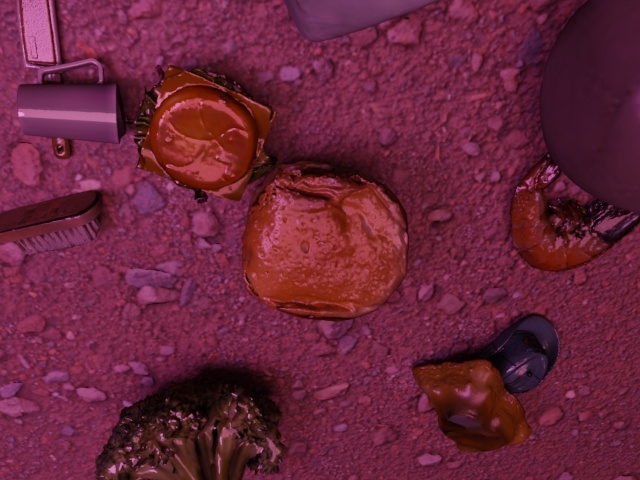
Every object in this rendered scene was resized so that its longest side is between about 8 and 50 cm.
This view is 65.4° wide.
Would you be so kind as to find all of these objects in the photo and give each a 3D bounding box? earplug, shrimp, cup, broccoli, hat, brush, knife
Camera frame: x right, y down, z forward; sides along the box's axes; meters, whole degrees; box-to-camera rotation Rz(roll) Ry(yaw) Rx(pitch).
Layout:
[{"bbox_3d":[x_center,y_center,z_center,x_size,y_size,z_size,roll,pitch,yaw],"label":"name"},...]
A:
[{"bbox_3d":[0.479,-0.175,0.589,0.394,0.312,0.312,-3,117,-4],"label":"earplug"},{"bbox_3d":[0.427,-0.075,0.776,0.290,0.054,0.222,-35,116,16],"label":"shrimp"},{"bbox_3d":[-0.306,-0.175,0.623,0.116,0.074,0.104,-1,96,-17],"label":"cup"},{"bbox_3d":[-0.201,0.355,0.838,0.288,0.235,0.259,-27,92,12],"label":"broccoli"},{"bbox_3d":[0.361,0.229,0.913,0.138,0.078,0.191,27,111,-17],"label":"hat"},{"bbox_3d":[-0.463,0.000,0.709,0.328,0.070,0.065,-12,128,1],"label":"brush"},{"bbox_3d":[-0.349,-0.225,0.626,0.046,0.022,0.256,4,117,-4],"label":"knife"}]

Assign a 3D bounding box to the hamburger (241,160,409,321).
[{"bbox_3d":[0.000,0.000,0.709,0.245,0.163,0.244,-1,111,-2],"label":"hamburger"}]

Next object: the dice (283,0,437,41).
[{"bbox_3d":[0.051,-0.364,0.464,0.263,0.268,0.264,-23,117,4],"label":"dice"}]

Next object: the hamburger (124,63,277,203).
[{"bbox_3d":[-0.147,-0.140,0.653,0.190,0.093,0.164,32,111,-19],"label":"hamburger"}]

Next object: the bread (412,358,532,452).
[{"bbox_3d":[0.281,0.316,0.918,0.161,0.088,0.233,-14,126,43],"label":"bread"}]
